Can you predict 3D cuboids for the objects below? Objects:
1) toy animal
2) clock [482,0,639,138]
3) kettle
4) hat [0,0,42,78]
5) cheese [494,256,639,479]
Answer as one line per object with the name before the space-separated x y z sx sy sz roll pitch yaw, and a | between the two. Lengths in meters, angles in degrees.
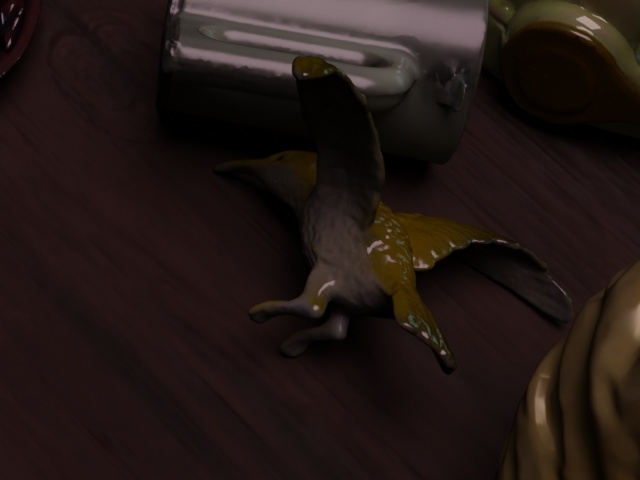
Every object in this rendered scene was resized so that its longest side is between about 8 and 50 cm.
toy animal | 0.000 0.000 0.628 0.155 0.219 0.095 5 66 33
clock | 0.184 -0.189 0.789 0.286 0.117 0.348 -26 66 -29
kettle | -0.003 -0.086 0.677 0.148 0.098 0.127 8 52 -8
hat | -0.230 -0.139 0.655 0.205 0.089 0.205 8 54 -12
cheese | 0.162 0.116 0.518 0.117 0.214 0.226 -15 55 -29
